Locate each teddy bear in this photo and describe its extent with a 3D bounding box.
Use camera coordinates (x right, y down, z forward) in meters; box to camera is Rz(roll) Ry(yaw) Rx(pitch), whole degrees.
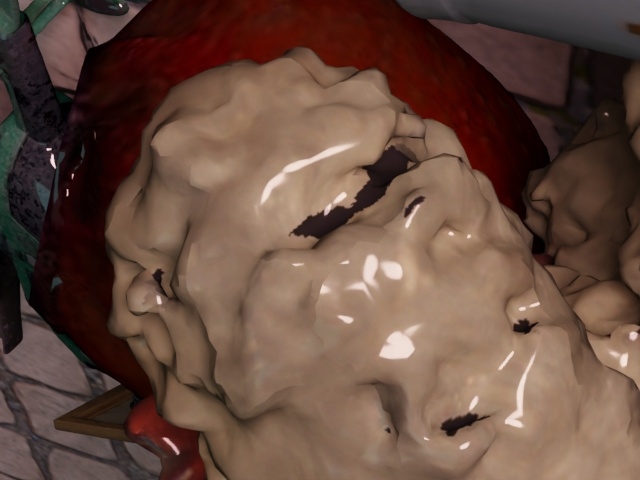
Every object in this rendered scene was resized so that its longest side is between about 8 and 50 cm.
[{"bbox_3d":[0.079,0.044,0.618,0.224,0.367,0.357,40,142,11],"label":"teddy bear"}]

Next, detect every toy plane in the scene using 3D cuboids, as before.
[{"bbox_3d":[-0.133,-0.031,0.952,0.155,0.106,0.382,30,157,21],"label":"toy plane"}]

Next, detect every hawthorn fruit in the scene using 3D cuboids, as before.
[{"bbox_3d":[0.000,0.000,0.789,0.249,0.215,0.215,38,148,-14],"label":"hawthorn fruit"}]

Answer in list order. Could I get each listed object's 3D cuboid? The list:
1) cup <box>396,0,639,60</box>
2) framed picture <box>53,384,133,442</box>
[{"bbox_3d":[0.203,-0.166,0.373,0.311,0.257,0.331,17,106,14],"label":"cup"},{"bbox_3d":[-0.022,0.087,1.012,0.200,0.136,0.010,4,109,34],"label":"framed picture"}]
